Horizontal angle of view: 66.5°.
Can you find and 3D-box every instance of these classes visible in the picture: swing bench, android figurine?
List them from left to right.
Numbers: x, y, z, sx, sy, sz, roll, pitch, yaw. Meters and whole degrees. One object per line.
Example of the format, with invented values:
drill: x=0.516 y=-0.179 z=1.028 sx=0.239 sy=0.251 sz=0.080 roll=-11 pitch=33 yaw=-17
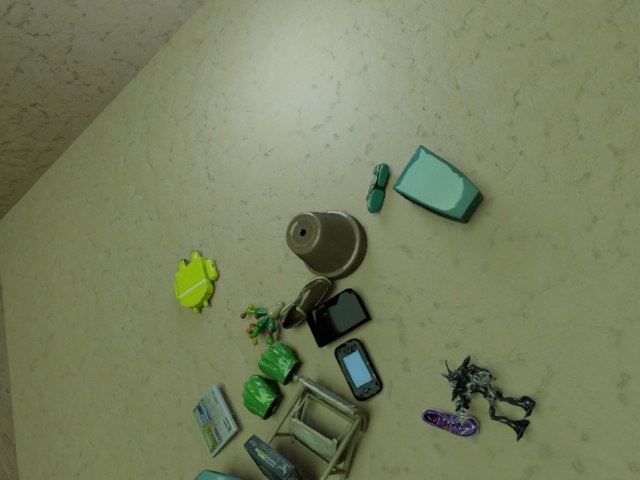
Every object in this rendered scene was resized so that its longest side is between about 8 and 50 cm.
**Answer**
android figurine: x=-0.558 y=0.187 z=2.164 sx=0.248 sy=0.056 sz=0.272 roll=-34 pitch=61 yaw=21
swing bench: x=-0.001 y=0.619 z=1.626 sx=0.253 sy=0.165 sz=0.254 roll=21 pitch=84 yaw=36

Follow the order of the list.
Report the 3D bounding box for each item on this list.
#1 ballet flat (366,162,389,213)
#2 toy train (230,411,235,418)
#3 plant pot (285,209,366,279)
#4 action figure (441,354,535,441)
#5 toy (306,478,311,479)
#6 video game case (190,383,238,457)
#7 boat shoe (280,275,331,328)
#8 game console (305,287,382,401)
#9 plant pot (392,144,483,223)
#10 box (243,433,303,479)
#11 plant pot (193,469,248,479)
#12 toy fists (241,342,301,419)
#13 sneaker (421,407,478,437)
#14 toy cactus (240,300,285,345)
ballet flat: x=0.201 y=-0.189 z=1.773 sx=0.070 sy=0.070 sz=0.188 roll=16 pitch=85 yaw=35
toy train: x=-0.371 y=0.691 z=1.933 sx=0.083 sy=0.017 sz=0.023 roll=-8 pitch=63 yaw=31
plant pot: x=0.000 y=0.000 z=1.745 sx=0.263 sy=0.229 sz=0.263 roll=-8 pitch=74 yaw=31
action figure: x=0.455 y=0.437 z=1.388 sx=0.276 sy=0.141 sz=0.164 roll=24 pitch=103 yaw=34
toy: x=0.032 y=0.891 z=1.593 sx=0.237 sy=0.056 sz=0.136 roll=4 pitch=81 yaw=34
video game case: x=-0.424 y=0.716 z=1.939 sx=0.193 sy=0.023 sz=0.212 roll=-52 pitch=56 yaw=23
boat shoe: x=-0.054 y=0.237 z=1.779 sx=0.257 sy=0.095 sz=0.095 roll=-49 pitch=13 yaw=26
game console: x=0.104 y=0.361 z=1.675 sx=0.213 sy=0.044 sz=0.361 roll=-34 pitch=67 yaw=17
plant pot: x=0.391 y=-0.163 z=1.578 sx=0.234 sy=0.165 sz=0.165 roll=37 pitch=99 yaw=26
box: x=-0.143 y=0.775 z=1.641 sx=0.233 sy=0.183 sz=0.059 roll=15 pitch=45 yaw=45
plant pot: x=-0.358 y=0.946 z=1.705 sx=0.293 sy=0.293 sz=0.235 roll=-1 pitch=61 yaw=33
toy fists: x=-0.188 y=0.517 z=1.815 sx=0.142 sy=0.096 sz=0.279 roll=31 pitch=94 yaw=27
sneaker: x=0.380 y=0.545 z=1.448 sx=0.170 sy=0.071 sz=0.068 roll=0 pitch=77 yaw=32
toy cactus: x=-0.219 y=0.302 z=1.887 sx=0.180 sy=0.112 sz=0.219 roll=-44 pitch=35 yaw=-3
